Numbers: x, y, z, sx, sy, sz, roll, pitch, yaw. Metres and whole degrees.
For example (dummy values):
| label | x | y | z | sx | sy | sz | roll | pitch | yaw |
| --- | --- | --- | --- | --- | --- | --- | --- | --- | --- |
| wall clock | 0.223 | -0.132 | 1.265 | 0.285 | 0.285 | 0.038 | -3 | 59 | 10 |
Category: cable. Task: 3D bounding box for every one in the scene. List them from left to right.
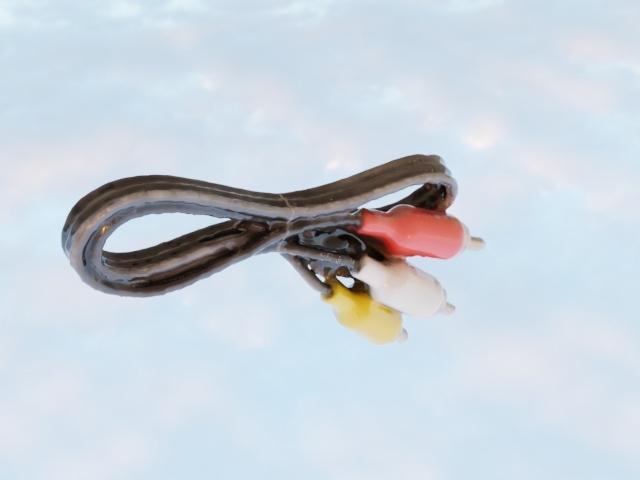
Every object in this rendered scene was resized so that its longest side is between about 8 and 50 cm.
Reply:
| label | x | y | z | sx | sy | sz | roll | pitch | yaw |
| --- | --- | --- | --- | --- | --- | --- | --- | --- | --- |
| cable | 0.000 | 0.000 | 0.453 | 0.287 | 0.139 | 0.072 | 10 | -150 | -47 |
